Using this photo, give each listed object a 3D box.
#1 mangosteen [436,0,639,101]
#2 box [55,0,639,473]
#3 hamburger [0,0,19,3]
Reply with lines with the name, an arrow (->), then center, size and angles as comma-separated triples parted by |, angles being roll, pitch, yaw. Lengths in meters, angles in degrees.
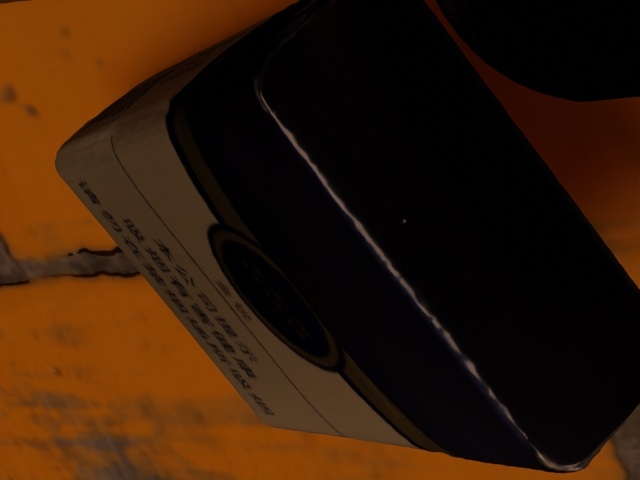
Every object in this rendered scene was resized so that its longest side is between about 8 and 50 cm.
mangosteen -> 0.082, -0.117, 0.476 | 0.151, 0.137, 0.137 | 48, 150, 45
box -> 0.000, 0.000, 0.581 | 0.168, 0.071, 0.259 | 52, 162, -11
hamburger -> -0.154, -0.212, 0.520 | 0.209, 0.162, 0.330 | 7, 122, 31
